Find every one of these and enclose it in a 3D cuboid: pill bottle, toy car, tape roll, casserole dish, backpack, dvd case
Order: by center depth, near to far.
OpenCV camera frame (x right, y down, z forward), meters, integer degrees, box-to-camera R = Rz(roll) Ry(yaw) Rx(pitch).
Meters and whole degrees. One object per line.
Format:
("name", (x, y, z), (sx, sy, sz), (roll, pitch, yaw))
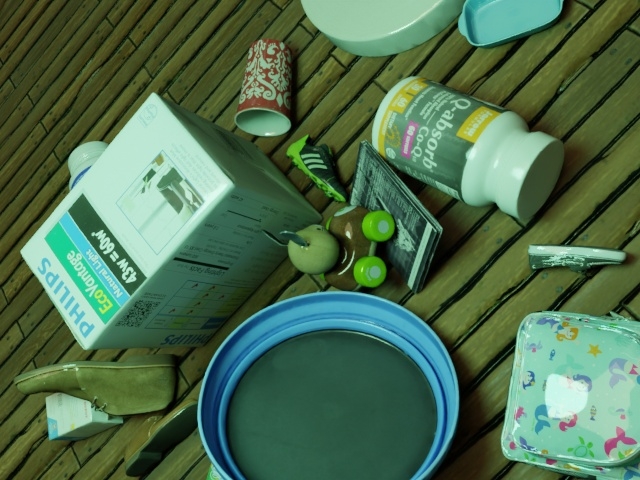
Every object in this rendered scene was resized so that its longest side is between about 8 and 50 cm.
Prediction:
("backpack", (0.377, 0.208, 0.901), (0.253, 0.191, 0.225), (7, 78, 28))
("pill bottle", (0.232, -0.150, 1.108), (0.278, 0.162, 0.162), (31, 92, 35))
("toy car", (0.000, 0.000, 1.152), (0.155, 0.188, 0.149), (-1, 77, 62))
("dvd case", (0.119, -0.040, 1.160), (0.018, 0.165, 0.221), (-20, 55, -22))
("casserole dish", (0.335, -0.398, 1.199), (0.188, 0.037, 0.114), (-14, 68, 28))
("tape roll", (0.136, -0.551, 1.348), (0.391, 0.072, 0.392), (-9, 71, 29))
("pill bottle", (-0.460, -0.092, 1.515), (0.152, 0.152, 0.272), (-42, 58, 13))

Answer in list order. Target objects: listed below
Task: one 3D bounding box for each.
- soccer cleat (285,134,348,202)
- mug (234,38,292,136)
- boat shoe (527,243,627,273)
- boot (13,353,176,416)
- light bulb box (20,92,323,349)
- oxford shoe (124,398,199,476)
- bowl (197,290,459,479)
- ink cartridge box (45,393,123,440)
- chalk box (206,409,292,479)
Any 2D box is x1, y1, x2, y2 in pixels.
("soccer cleat", (0.004, -0.140, 1.308), (0.072, 0.060, 0.179), (-43, 57, -2))
("mug", (-0.125, -0.311, 1.409), (0.150, 0.113, 0.169), (-6, 69, 28))
("boat shoe", (0.383, 0.029, 1.034), (0.142, 0.049, 0.040), (3, 96, 34))
("boot", (-0.435, 0.289, 1.336), (0.305, 0.112, 0.115), (-2, 78, -10))
("light bulb box", (-0.245, -0.010, 1.219), (0.361, 0.358, 0.225), (-46, 69, 11))
("oxford shoe", (-0.310, 0.364, 1.332), (0.212, 0.076, 0.076), (-41, 47, 13))
("bowl", (0.013, 0.246, 1.049), (0.390, 0.077, 0.391), (-4, 43, 4))
("ink cartridge box", (-0.482, 0.349, 1.427), (0.143, 0.090, 0.092), (-25, 64, 21))
("chalk box", (-0.094, 0.377, 1.158), (0.132, 0.132, 0.213), (11, 79, 33))
